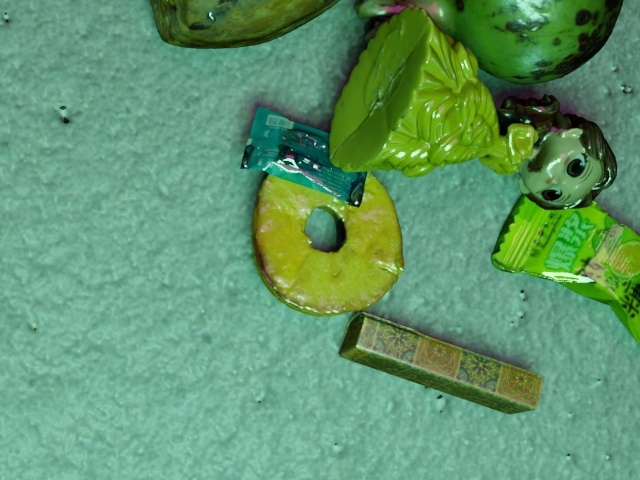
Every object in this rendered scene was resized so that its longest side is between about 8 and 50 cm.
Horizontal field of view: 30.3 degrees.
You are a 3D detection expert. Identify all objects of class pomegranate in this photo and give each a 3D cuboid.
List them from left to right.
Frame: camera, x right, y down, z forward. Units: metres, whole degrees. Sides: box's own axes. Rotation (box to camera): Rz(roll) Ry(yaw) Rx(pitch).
[{"bbox_3d":[0.193,-0.305,1.349,0.306,0.242,0.242,6,78,-3],"label":"pomegranate"}]

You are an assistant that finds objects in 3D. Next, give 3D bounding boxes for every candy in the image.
[{"bbox_3d":[0.339,0.022,1.403,0.246,0.069,0.149,31,76,-6],"label":"candy"}]

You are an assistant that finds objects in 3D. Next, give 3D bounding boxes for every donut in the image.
[{"bbox_3d":[0.001,0.000,1.314,0.174,0.074,0.190,-15,75,-17],"label":"donut"}]

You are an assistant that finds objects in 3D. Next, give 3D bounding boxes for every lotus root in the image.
[{"bbox_3d":[-0.051,-0.322,1.310,0.291,0.193,0.193,-24,86,-17],"label":"lotus root"}]

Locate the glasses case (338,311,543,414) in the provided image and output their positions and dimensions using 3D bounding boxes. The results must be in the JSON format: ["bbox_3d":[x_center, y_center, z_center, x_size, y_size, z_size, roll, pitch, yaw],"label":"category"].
[{"bbox_3d":[0.135,0.137,1.324,0.218,0.075,0.049,20,72,-10],"label":"glasses case"}]

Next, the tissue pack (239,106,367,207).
[{"bbox_3d":[-0.013,-0.092,1.290,0.138,0.028,0.085,19,60,-9],"label":"tissue pack"}]

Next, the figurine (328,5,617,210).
[{"bbox_3d":[0.192,-0.113,1.293,0.315,0.168,0.187,18,102,-26],"label":"figurine"}]
